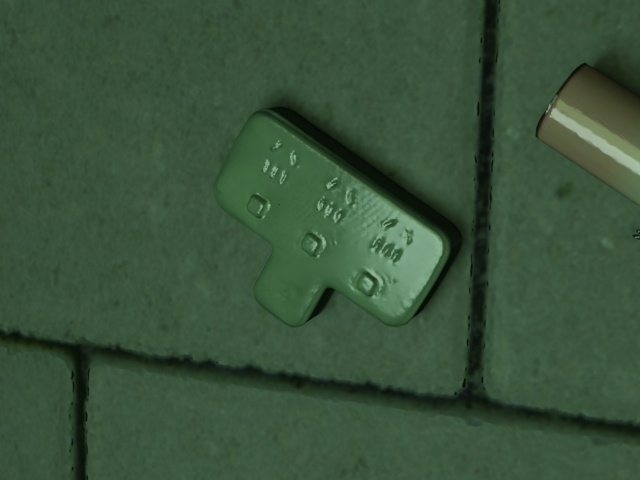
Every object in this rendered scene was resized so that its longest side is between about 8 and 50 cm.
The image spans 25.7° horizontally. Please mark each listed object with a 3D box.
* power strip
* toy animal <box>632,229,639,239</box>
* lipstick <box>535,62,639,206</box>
[{"bbox_3d":[0.000,0.000,1.498,0.265,0.059,0.194,35,113,14],"label":"power strip"},{"bbox_3d":[0.378,0.067,1.314,0.062,0.108,0.220,-43,90,-2],"label":"toy animal"},{"bbox_3d":[0.357,-0.043,1.302,0.327,0.087,0.087,36,114,15],"label":"lipstick"}]
